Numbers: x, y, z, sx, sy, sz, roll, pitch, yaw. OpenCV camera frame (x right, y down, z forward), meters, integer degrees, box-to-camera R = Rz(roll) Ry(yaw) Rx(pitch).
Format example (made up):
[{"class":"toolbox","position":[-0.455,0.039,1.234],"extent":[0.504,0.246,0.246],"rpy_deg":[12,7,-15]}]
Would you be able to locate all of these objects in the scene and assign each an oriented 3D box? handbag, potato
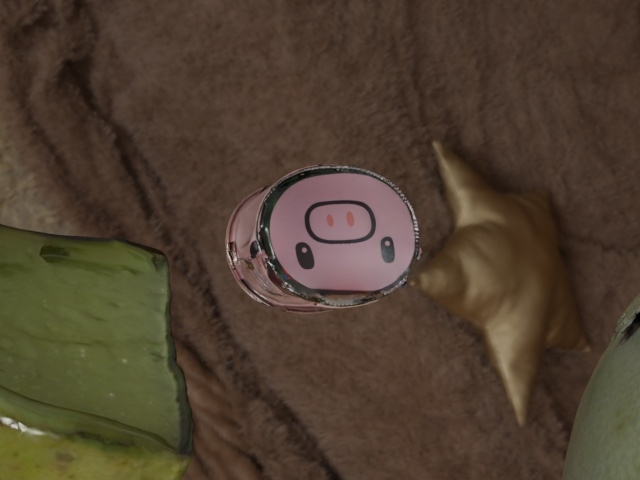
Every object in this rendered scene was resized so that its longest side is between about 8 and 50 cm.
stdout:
[{"class":"handbag","position":[0.000,-0.001,1.241],"extent":[0.205,0.116,0.179],"rpy_deg":[-3,76,-19]},{"class":"potato","position":[-0.282,0.131,0.933],"extent":[0.280,0.212,0.330],"rpy_deg":[19,22,-23]}]

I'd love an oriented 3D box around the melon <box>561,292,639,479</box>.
[{"class":"melon","position":[0.212,0.100,0.343],"extent":[0.268,0.268,0.330],"rpy_deg":[58,29,-6]}]
